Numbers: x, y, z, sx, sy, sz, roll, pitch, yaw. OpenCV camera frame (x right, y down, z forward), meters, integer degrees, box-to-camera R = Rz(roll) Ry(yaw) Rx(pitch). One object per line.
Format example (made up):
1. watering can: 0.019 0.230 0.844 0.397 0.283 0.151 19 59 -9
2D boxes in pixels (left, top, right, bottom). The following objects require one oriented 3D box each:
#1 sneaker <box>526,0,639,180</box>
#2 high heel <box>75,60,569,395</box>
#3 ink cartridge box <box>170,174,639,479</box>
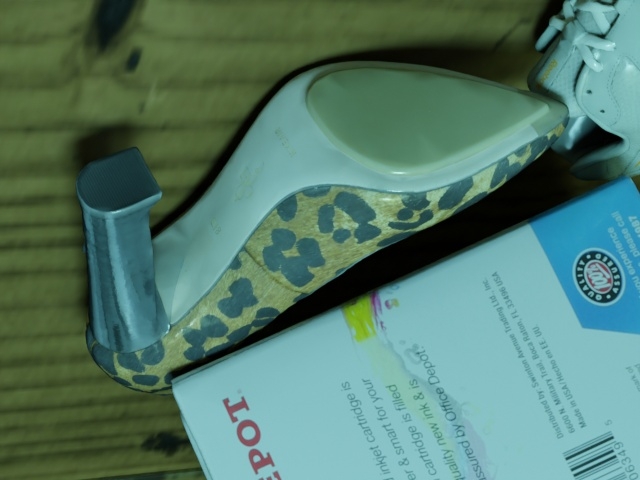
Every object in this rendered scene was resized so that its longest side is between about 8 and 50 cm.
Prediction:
1. sneaker: 0.164 -0.114 1.013 0.121 0.099 0.262 -19 141 -4
2. high heel: 0.000 0.000 1.052 0.261 0.093 0.186 -13 145 -11
3. ink cartridge box: 0.083 0.124 1.105 0.270 0.198 0.197 -24 168 -4
